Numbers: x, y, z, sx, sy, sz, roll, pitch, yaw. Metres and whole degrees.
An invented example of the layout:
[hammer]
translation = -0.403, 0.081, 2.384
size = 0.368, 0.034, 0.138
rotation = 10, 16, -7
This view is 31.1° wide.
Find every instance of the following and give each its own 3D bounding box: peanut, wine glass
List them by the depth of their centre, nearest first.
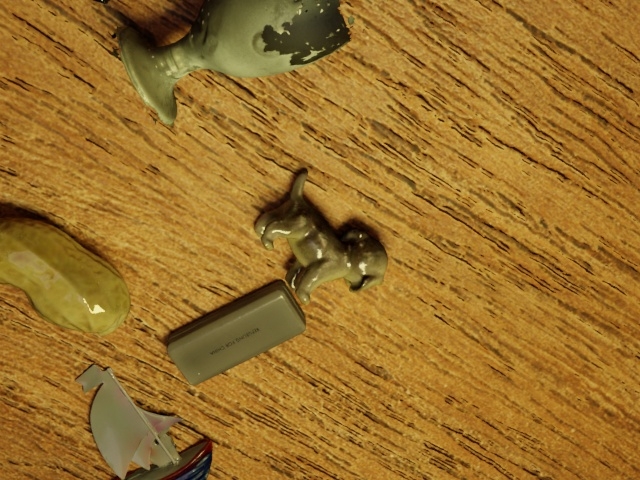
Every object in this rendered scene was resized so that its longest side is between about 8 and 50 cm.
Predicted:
[wine glass]
translation = -0.126, -0.321, 1.757
size = 0.357, 0.190, 0.190
rotation = -22, 116, 12
[peanut]
translation = -0.462, 0.054, 1.947
size = 0.305, 0.147, 0.147
rotation = 38, 109, -16

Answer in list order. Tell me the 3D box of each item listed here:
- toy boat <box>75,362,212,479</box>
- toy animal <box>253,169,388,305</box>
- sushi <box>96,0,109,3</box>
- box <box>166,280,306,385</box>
[toy boat]
translation = -0.357, 0.387, 2.161
size = 0.318, 0.072, 0.219
rotation = 36, 106, -16
[toy animal]
translation = -0.003, 0.016, 1.973
size = 0.168, 0.121, 0.233
rotation = -45, 102, 0
[sushi]
translation = -0.340, -0.484, 1.628
size = 0.227, 0.215, 0.212
rotation = 42, 86, -31
[box]
translation = -0.151, 0.167, 2.068
size = 0.244, 0.055, 0.103
rotation = -26, 115, 10
